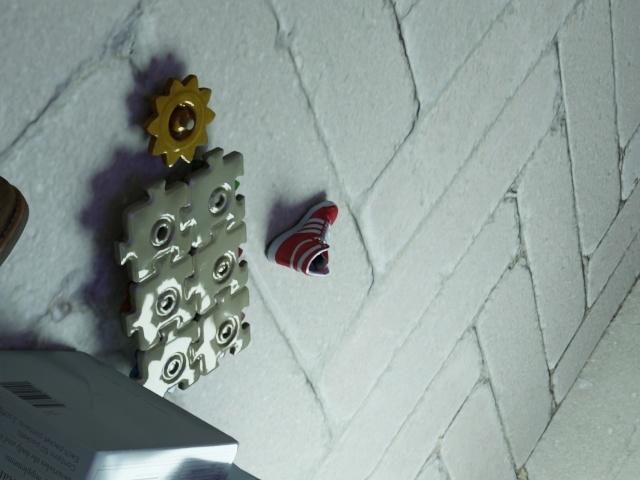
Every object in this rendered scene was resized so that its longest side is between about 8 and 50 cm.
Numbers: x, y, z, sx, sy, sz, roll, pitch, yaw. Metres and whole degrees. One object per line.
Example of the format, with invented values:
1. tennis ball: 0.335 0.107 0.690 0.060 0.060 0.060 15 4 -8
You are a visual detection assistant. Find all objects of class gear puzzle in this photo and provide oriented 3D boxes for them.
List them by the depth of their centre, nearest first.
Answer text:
1. gear puzzle: -0.142 -0.001 1.138 0.175 0.044 0.338 -33 134 -42

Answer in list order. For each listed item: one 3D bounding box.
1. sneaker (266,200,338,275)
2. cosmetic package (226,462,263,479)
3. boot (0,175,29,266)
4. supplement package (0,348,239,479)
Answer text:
1. sneaker: 0.000 0.000 1.337 0.118 0.067 0.042 -41 143 -37
2. cosmetic package: -0.071 0.306 1.223 0.097 0.284 0.377 -57 149 -13
3. boot: -0.328 0.014 0.783 0.305 0.112 0.115 -37 129 -38
4. supplement package: -0.239 0.250 0.990 0.198 0.199 0.262 12 100 -60
